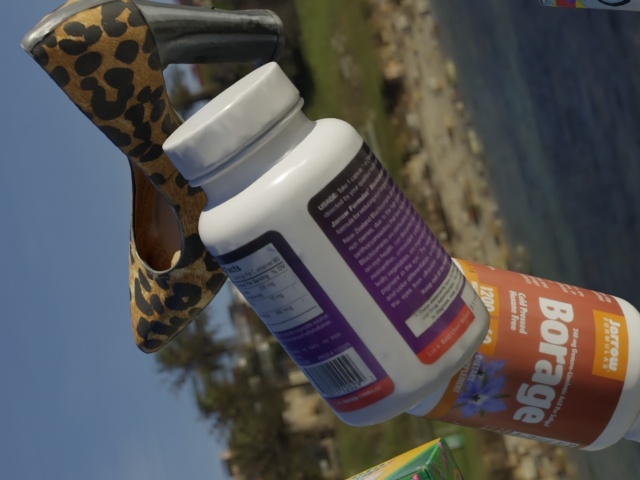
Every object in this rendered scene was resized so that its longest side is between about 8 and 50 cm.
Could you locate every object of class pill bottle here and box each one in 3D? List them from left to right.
[{"bbox_3d":[0.000,0.000,0.935,0.193,0.108,0.108,53,-173,-12],"label":"pill bottle"},{"bbox_3d":[0.170,0.091,1.249,0.121,0.216,0.121,-167,90,-74],"label":"pill bottle"}]

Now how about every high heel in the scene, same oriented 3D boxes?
[{"bbox_3d":[-0.136,-0.036,1.071,0.093,0.186,0.261,37,119,40],"label":"high heel"}]

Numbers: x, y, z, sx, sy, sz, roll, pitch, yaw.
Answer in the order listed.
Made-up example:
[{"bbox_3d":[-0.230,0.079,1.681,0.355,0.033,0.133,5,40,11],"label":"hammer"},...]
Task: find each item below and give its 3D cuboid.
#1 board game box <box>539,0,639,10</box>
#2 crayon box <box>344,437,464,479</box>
[{"bbox_3d":[0.323,-0.296,1.473,0.275,0.144,0.142,12,137,44],"label":"board game box"},{"bbox_3d":[0.036,0.351,2.067,0.081,0.278,0.165,64,-167,0],"label":"crayon box"}]
